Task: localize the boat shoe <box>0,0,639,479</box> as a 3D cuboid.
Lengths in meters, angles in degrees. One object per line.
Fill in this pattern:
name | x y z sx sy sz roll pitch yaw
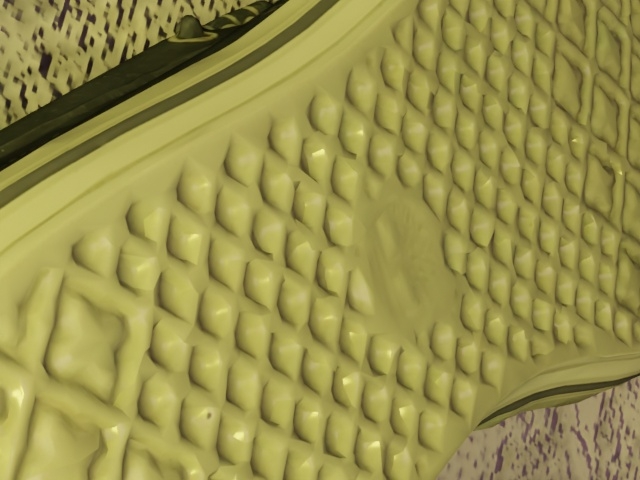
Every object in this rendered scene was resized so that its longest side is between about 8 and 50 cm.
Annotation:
boat shoe | 0.000 0.000 0.541 0.500 0.156 0.186 -33 107 -51
